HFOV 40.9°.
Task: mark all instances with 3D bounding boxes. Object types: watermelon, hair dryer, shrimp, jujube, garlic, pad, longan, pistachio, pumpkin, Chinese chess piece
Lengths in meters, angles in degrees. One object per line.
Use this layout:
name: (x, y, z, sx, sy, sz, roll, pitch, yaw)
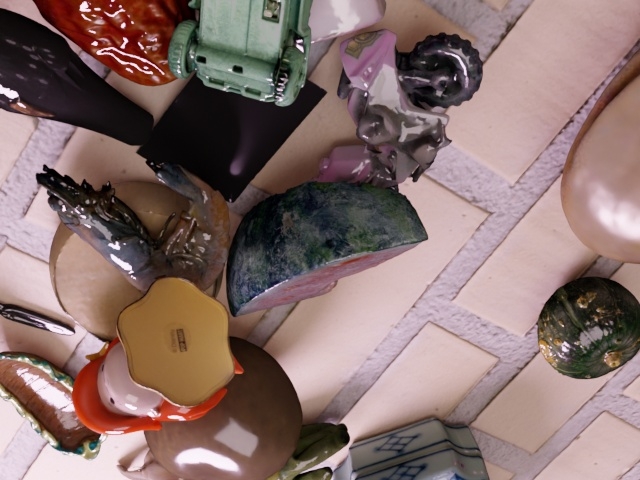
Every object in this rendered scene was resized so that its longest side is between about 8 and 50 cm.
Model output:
watermelon: (0.000, 0.000, 1.226, 0.318, 0.148, 0.226, -21, 161, 22)
hair dryer: (-0.427, -0.156, 1.108, 0.359, 0.120, 0.303, -20, 156, 25)
shrimp: (-0.225, -0.031, 1.124, 0.178, 0.075, 0.289, -40, 118, 6)
jujube: (-0.236, -0.295, 1.010, 0.190, 0.190, 0.255, -24, 134, 5)
garlic: (-0.262, 0.403, 1.484, 0.194, 0.127, 0.131, -11, 107, 27)
pad: (-0.125, -0.160, 1.180, 0.163, 0.004, 0.243, 28, 126, -25)
longan: (-0.148, 0.271, 1.342, 0.246, 0.246, 0.215, -54, 155, 21)
pistachio: (0.538, -0.141, 1.186, 0.365, 0.281, 0.445, 33, 115, -31)
pumpkin: (0.449, 0.148, 1.428, 0.190, 0.146, 0.190, -4, 121, -6)
Chinese chess piece: (-0.265, 0.036, 1.250, 0.249, 0.103, 0.250, -5, 121, -8)

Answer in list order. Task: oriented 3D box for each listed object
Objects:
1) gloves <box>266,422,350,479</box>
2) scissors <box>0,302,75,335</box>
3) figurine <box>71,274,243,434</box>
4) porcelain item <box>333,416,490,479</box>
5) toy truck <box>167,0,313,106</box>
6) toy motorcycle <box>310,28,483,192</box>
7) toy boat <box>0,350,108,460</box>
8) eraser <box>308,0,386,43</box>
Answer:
gloves: (-0.070, 0.389, 1.502, 0.268, 0.135, 0.107, -28, 164, 9)
scissors: (-0.478, 0.106, 1.304, 0.220, 0.017, 0.088, 23, 114, -23)
figurine: (-0.214, 0.174, 1.169, 0.181, 0.208, 0.257, 44, 146, -4)
porcelain item: (0.179, 0.488, 1.585, 0.285, 0.157, 0.281, -17, 124, 1)
toy truck: (-0.072, -0.288, 0.953, 0.155, 0.156, 0.279, 16, 132, 6)
toy motorcycle: (0.074, -0.162, 1.180, 0.188, 0.143, 0.327, 22, 130, -13)
toy boat: (-0.442, 0.239, 1.349, 0.108, 0.099, 0.293, -29, 130, 8)
eraser: (-0.038, -0.377, 1.035, 0.174, 0.095, 0.270, -10, 124, 17)
